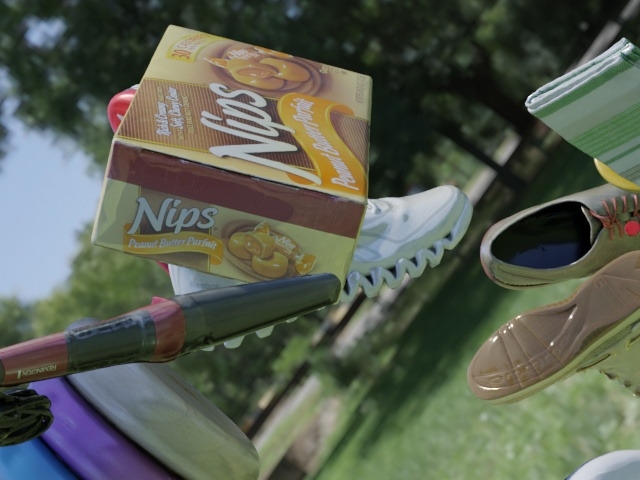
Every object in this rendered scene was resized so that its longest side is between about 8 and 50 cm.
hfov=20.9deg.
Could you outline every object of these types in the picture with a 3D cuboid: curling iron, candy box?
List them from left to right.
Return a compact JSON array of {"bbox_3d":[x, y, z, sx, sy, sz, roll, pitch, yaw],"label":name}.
[{"bbox_3d":[-0.085,0.050,0.847,0.274,0.035,0.068,-21,-22,-47],"label":"curling iron"},{"bbox_3d":[-0.058,-0.069,1.341,0.316,0.183,0.087,-83,7,-68],"label":"candy box"}]

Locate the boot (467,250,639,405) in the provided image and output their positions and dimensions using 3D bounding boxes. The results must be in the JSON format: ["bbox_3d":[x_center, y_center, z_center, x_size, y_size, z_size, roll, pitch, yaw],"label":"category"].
[{"bbox_3d":[0.316,0.138,2.037,0.262,0.095,0.203,-36,-38,6],"label":"boot"}]

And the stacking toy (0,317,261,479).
[{"bbox_3d":[-0.186,0.209,0.989,0.330,0.141,0.141,-51,-3,-2],"label":"stacking toy"}]

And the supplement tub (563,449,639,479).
[{"bbox_3d":[0.278,0.382,1.828,0.235,0.235,0.325,-52,1,-38],"label":"supplement tub"}]

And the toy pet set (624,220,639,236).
[{"bbox_3d":[0.378,-0.023,1.696,0.122,0.114,0.065,-56,-29,-13],"label":"toy pet set"}]

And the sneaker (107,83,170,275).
[{"bbox_3d":[-0.160,-0.049,1.784,0.118,0.279,0.107,-15,-29,-33],"label":"sneaker"}]

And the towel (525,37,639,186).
[{"bbox_3d":[0.240,-0.083,1.261,0.113,0.152,0.023,-28,38,52],"label":"towel"}]

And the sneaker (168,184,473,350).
[{"bbox_3d":[0.000,0.000,1.579,0.292,0.118,0.110,-21,13,-10],"label":"sneaker"}]

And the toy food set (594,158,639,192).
[{"bbox_3d":[0.396,-0.125,1.862,0.071,0.218,0.128,60,-150,-51],"label":"toy food set"}]

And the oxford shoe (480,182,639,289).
[{"bbox_3d":[0.360,-0.015,2.060,0.348,0.123,0.130,-19,-6,7],"label":"oxford shoe"}]
